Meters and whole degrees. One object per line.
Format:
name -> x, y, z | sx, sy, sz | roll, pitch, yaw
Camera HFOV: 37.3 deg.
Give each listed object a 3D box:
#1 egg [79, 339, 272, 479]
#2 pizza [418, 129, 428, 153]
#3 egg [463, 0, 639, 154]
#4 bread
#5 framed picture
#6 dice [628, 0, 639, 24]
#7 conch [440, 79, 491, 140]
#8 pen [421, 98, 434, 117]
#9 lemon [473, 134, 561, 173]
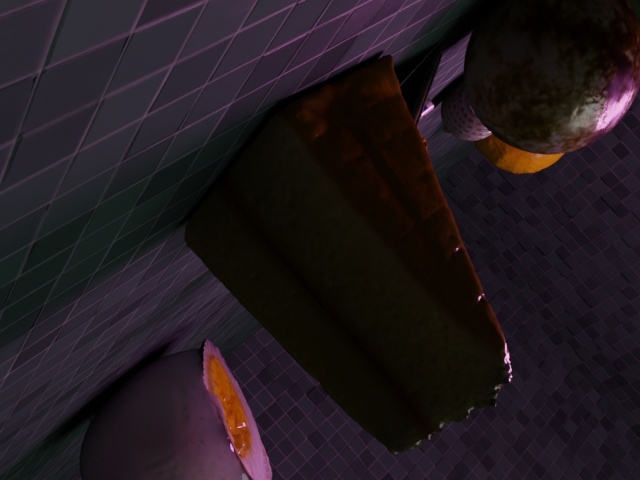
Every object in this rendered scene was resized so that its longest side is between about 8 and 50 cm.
egg -> -0.306, 0.417, 1.865 | 0.340, 0.354, 0.354 | -24, 176, 2
pizza -> 0.116, -0.123, 1.591 | 0.127, 0.058, 0.246 | -37, 178, -32
egg -> 0.329, -0.253, 1.313 | 0.289, 0.238, 0.238 | -49, 180, -31
bread -> 0.065, 0.026, 1.029 | 0.245, 0.361, 0.233 | -33, 170, -49
framed picture -> 0.069, -0.107, 1.243 | 0.232, 0.019, 0.296 | -44, -164, 43
dice -> 0.654, -0.463, 1.666 | 0.300, 0.287, 0.297 | -43, 175, 16
conch -> 0.279, -0.251, 1.753 | 0.135, 0.102, 0.153 | -48, -148, -18
pen -> 0.113, -0.175, 1.583 | 0.204, 0.025, 0.025 | -39, 175, -20
lemon -> 0.465, -0.276, 2.177 | 0.245, 0.245, 0.320 | -41, -178, 6
